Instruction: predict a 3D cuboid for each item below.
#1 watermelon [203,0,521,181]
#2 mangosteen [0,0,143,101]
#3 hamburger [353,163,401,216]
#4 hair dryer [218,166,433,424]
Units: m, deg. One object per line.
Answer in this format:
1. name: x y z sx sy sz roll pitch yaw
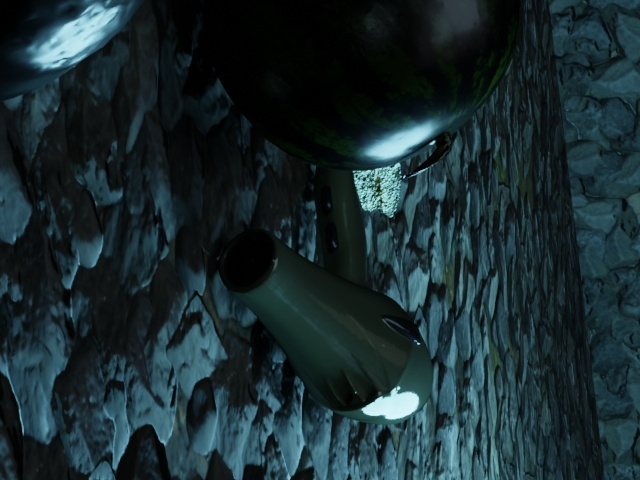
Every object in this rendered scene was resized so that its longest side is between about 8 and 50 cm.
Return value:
1. watermelon: 0.035 -0.183 1.224 0.269 0.269 0.269 -3 90 -72
2. mangosteen: -0.192 -0.163 0.563 0.233 0.287 0.287 -117 -172 -53
3. hamburger: 0.050 -0.088 1.546 0.121 0.054 0.084 78 -2 -47
4. hair dryer: -0.009 0.014 1.333 0.296 0.119 0.298 17 55 -67
